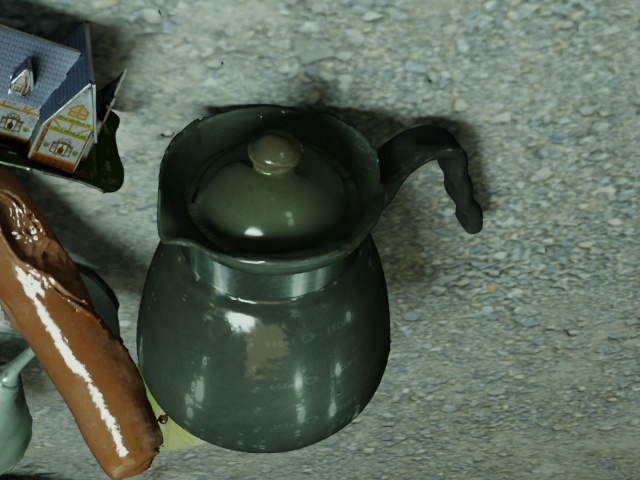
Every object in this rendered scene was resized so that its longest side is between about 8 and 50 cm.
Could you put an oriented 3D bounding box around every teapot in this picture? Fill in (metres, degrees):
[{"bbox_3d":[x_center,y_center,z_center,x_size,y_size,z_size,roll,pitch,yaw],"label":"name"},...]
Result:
[{"bbox_3d":[-0.005,0.018,1.030,0.305,0.223,0.285,2,139,-2],"label":"teapot"}]

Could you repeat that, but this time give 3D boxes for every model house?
[{"bbox_3d":[-0.209,-0.117,0.921,0.167,0.117,0.088,16,126,-24],"label":"model house"}]

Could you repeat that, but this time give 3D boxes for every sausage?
[{"bbox_3d":[-0.233,0.062,1.087,0.079,0.087,0.327,-29,102,2],"label":"sausage"}]

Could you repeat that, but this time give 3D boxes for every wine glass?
[{"bbox_3d":[-0.301,0.125,1.234,0.156,0.156,0.232,22,136,-32],"label":"wine glass"}]

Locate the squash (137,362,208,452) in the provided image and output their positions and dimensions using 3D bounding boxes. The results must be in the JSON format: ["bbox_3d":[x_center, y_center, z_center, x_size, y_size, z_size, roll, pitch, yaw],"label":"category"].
[{"bbox_3d":[-0.092,0.174,1.333,0.203,0.111,0.289,29,142,10],"label":"squash"}]
